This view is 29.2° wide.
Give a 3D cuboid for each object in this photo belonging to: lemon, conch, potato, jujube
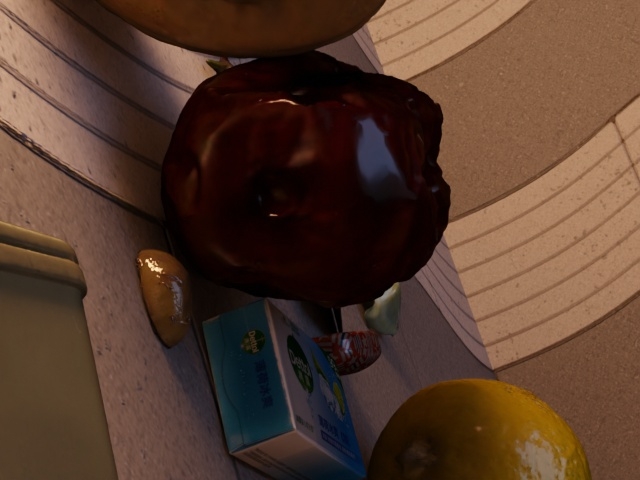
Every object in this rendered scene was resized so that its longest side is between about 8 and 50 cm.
[{"bbox_3d":[0.188,0.298,1.465,0.293,0.293,0.293,-22,90,-78],"label":"lemon"},{"bbox_3d":[0.093,0.085,1.887,0.088,0.065,0.180,-98,170,-53],"label":"conch"},{"bbox_3d":[-0.132,0.043,1.068,0.037,0.036,0.093,43,28,-70],"label":"potato"},{"bbox_3d":[-0.005,-0.062,1.230,0.377,0.277,0.276,-10,78,-78],"label":"jujube"}]

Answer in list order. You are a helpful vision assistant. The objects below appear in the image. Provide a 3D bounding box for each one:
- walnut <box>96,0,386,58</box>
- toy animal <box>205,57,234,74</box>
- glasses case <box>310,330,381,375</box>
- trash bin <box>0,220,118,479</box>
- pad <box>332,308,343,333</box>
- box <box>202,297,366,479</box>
[{"bbox_3d":[-0.098,-0.366,1.178,0.383,0.384,0.383,-22,90,-78],"label":"walnut"},{"bbox_3d":[-0.101,-0.155,1.522,0.105,0.070,0.202,72,-1,-62],"label":"toy animal"},{"bbox_3d":[0.031,0.140,1.509,0.194,0.073,0.049,15,62,-74],"label":"glasses case"},{"bbox_3d":[-0.177,0.120,0.577,0.243,0.121,0.247,25,48,-72],"label":"trash bin"},{"bbox_3d":[0.000,0.000,1.653,0.176,0.002,0.266,84,-7,-58],"label":"pad"},{"bbox_3d":[-0.033,0.159,1.206,0.194,0.073,0.139,47,25,-59],"label":"box"}]
